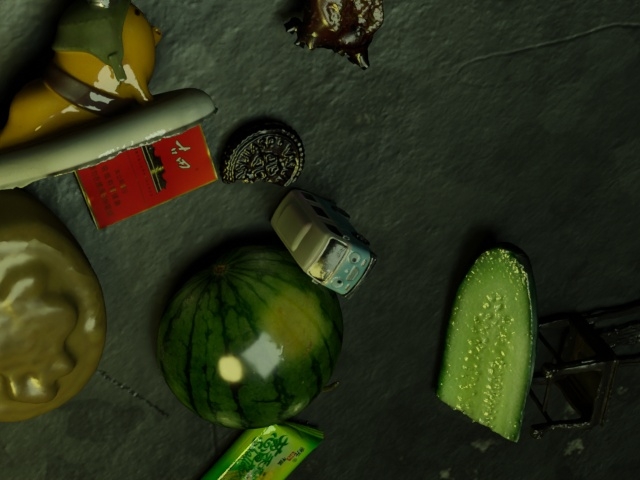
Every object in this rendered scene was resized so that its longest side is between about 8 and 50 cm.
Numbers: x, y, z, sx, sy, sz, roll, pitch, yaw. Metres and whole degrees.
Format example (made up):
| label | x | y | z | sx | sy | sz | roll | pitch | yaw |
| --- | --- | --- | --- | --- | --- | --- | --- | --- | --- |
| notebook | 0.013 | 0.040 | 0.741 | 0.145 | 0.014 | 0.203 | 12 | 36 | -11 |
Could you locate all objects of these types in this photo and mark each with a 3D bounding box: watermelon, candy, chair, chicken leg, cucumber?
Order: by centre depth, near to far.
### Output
| label | x | y | z | sx | sy | sz | roll | pitch | yaw |
| --- | --- | --- | --- | --- | --- | --- | --- | --- | --- |
| chicken leg | 0.011 | -0.261 | 1.442 | 0.105 | 0.063 | 0.234 | -20 | 126 | -21 |
| watermelon | -0.064 | 0.123 | 1.614 | 0.204 | 0.127 | 0.232 | -15 | 129 | -15 |
| candy | -0.083 | 0.270 | 1.761 | 0.178 | 0.032 | 0.102 | -48 | 130 | 8 |
| cucumber | 0.208 | 0.105 | 1.770 | 0.063 | 0.115 | 0.244 | -42 | 147 | -49 |
| chair | 0.343 | 0.149 | 1.858 | 0.229 | 0.113 | 0.106 | -7 | 125 | -19 |

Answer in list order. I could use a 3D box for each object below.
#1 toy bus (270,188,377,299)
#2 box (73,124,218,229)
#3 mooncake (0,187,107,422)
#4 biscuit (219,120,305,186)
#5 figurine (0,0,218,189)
| label | x | y | z | sx | sy | sz | roll | pitch | yaw |
| --- | --- | --- | --- | --- | --- | --- | --- | --- | --- |
| toy bus | 0.000 | 0.000 | 1.568 | 0.075 | 0.123 | 0.060 | 25 | 107 | -33 |
| box | -0.174 | -0.073 | 1.494 | 0.133 | 0.023 | 0.090 | -23 | 130 | -12 |
| mooncake | -0.313 | 0.064 | 1.455 | 0.235 | 0.117 | 0.234 | -12 | 126 | -17 |
| biscuit | -0.058 | -0.081 | 1.545 | 0.089 | 0.027 | 0.087 | -44 | 129 | 4 |
| figurine | -0.231 | -0.140 | 1.363 | 0.250 | 0.166 | 0.141 | -19 | 105 | 0 |
